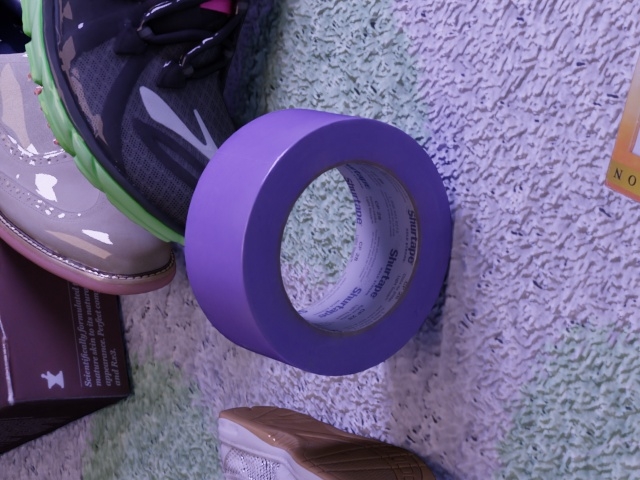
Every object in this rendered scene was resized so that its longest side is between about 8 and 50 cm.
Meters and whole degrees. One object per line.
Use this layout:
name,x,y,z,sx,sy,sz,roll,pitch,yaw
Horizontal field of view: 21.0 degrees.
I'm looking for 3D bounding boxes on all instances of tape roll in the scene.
tape roll,0.000,0.000,1.268,0.080,0.189,0.189,16,102,54

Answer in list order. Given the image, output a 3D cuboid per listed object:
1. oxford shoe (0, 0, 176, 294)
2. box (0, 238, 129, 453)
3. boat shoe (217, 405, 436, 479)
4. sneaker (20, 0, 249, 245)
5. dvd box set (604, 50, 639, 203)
oxford shoe,-0.259,-0.103,1.630,0.397,0.140,0.146,45,134,32
box,-0.354,0.114,1.797,0.381,0.143,0.191,-27,68,52
boat shoe,0.003,0.201,1.347,0.277,0.098,0.096,15,103,62
sneaker,-0.135,-0.224,1.451,0.202,0.185,0.483,-14,92,31
dvd box set,0.327,-0.175,0.931,0.307,0.062,0.420,31,114,49
